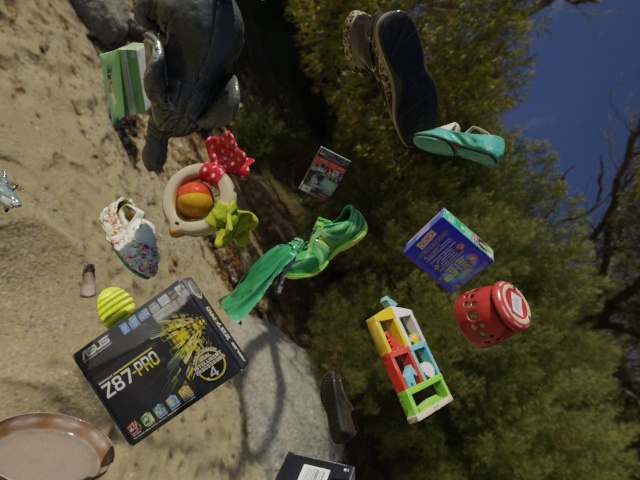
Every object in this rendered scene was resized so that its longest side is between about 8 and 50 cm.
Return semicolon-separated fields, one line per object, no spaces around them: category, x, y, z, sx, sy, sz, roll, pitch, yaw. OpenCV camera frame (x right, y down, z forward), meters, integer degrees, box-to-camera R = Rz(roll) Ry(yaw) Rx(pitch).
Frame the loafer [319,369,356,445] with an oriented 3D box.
loafer;0.057;0.514;1.332;0.080;0.078;0.220;-40;-130;42

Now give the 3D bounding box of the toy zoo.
toy zoo;0.213;0.277;1.064;0.192;0.030;0.293;3;58;-51

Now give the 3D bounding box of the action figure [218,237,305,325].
action figure;-0.119;0.081;0.961;0.063;0.232;0.137;50;-12;-33

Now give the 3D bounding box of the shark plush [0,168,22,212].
shark plush;-1.009;-0.160;1.393;0.073;0.067;0.161;78;-15;-52

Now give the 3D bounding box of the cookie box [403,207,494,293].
cookie box;0.205;0.017;0.689;0.107;0.092;0.040;40;30;-3

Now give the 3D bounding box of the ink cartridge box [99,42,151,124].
ink cartridge box;-0.501;-0.419;1.140;0.235;0.056;0.171;-100;-168;-59

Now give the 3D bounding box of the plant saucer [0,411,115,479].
plant saucer;-0.695;0.546;1.101;0.310;0.050;0.310;25;-1;0

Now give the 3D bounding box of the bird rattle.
bird rattle;-0.243;-0.101;0.924;0.143;0.207;0.253;47;32;-83

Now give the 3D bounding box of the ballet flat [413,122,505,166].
ballet flat;0.368;-0.263;1.134;0.247;0.087;0.083;26;-11;36

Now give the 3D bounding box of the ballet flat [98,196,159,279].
ballet flat;-0.353;-0.018;0.800;0.241;0.077;0.091;37;1;41

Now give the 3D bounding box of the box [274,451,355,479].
box;-0.007;0.561;0.921;0.093;0.156;0.158;-49;137;-60

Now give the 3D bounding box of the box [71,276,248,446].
box;-0.459;0.345;1.251;0.318;0.395;0.097;56;2;4

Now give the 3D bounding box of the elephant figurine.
elephant figurine;-0.189;-0.225;0.619;0.186;0.169;0.239;62;37;-83

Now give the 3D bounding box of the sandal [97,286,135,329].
sandal;-0.693;0.314;1.529;0.317;0.126;0.138;58;-34;9

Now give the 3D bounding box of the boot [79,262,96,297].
boot;-0.639;0.107;1.182;0.118;0.042;0.087;7;-85;59

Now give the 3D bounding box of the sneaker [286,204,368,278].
sneaker;0.000;0.000;1.206;0.109;0.295;0.123;14;-43;56

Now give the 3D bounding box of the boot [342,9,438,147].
boot;0.193;-0.474;1.238;0.377;0.138;0.284;60;-2;-38

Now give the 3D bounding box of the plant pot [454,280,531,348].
plant pot;0.560;0.233;1.393;0.174;0.191;0.191;-42;-116;44

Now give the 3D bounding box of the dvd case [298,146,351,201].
dvd case;0.010;-0.162;1.066;0.087;0.119;0.013;22;20;-22
